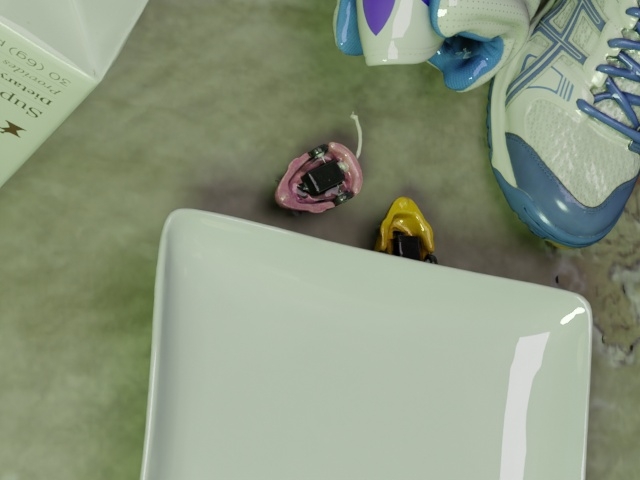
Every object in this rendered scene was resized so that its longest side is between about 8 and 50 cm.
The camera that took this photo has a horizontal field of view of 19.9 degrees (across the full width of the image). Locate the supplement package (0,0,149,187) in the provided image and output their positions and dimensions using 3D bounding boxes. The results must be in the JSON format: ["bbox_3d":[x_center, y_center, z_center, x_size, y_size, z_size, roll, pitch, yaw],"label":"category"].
[{"bbox_3d":[-0.192,-0.135,0.895,0.177,0.293,0.175,31,63,-14],"label":"supplement package"}]

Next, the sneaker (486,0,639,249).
[{"bbox_3d":[0.197,-0.140,1.185,0.111,0.131,0.296,25,66,-20],"label":"sneaker"}]

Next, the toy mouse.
[{"bbox_3d":[0.000,0.000,1.100,0.143,0.031,0.161,-2,75,-27],"label":"toy mouse"}]

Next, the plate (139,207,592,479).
[{"bbox_3d":[0.022,0.141,1.024,0.277,0.045,0.278,12,70,-23],"label":"plate"}]

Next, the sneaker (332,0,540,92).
[{"bbox_3d":[0.048,-0.227,1.076,0.323,0.130,0.236,43,49,-51],"label":"sneaker"}]
